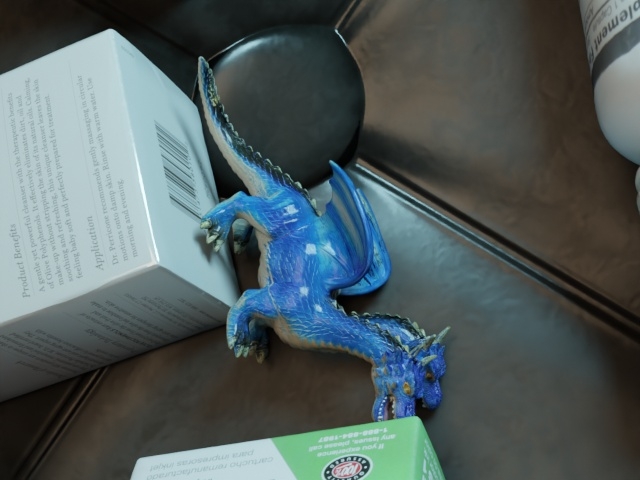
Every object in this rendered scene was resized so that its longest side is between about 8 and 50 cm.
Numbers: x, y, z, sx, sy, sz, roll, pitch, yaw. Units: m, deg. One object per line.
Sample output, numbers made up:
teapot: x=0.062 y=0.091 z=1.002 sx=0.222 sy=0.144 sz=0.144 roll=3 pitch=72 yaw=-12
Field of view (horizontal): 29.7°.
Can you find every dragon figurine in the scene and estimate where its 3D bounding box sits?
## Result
dragon figurine: x=0.000 y=0.000 z=0.849 sx=0.144 sy=0.085 sz=0.289 roll=-16 pitch=74 yaw=12

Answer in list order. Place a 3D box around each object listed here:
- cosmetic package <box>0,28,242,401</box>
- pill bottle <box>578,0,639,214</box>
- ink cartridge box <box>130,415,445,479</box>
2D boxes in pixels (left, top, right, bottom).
cosmetic package: x=-0.266 y=0.013 z=0.903 sx=0.366 sy=0.155 sz=0.197 roll=-19 pitch=68 yaw=14
pill bottle: x=0.262 y=-0.164 z=0.745 sx=0.204 sy=0.204 sz=0.361 roll=-11 pitch=71 yaw=16
ink cartridge box: x=-0.031 y=0.248 z=0.692 sx=0.201 sy=0.117 sz=0.278 roll=-11 pitch=32 yaw=16
